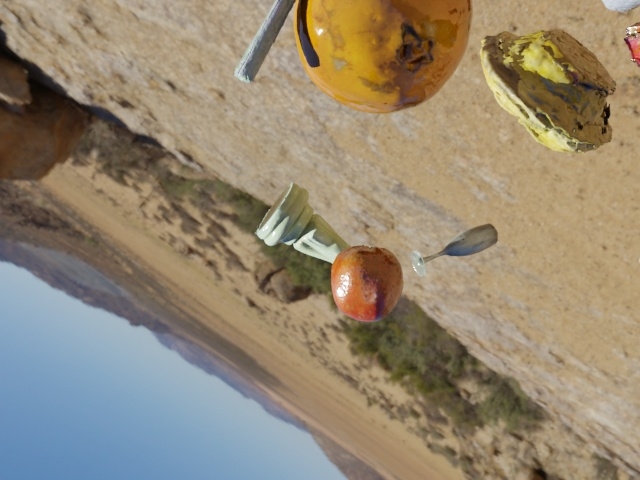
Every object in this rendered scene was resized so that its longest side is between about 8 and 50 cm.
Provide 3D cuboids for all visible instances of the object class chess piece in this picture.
[{"bbox_3d":[0.000,0.000,1.636,0.298,0.176,0.175,35,166,-10],"label":"chess piece"}]

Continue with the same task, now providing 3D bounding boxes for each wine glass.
[{"bbox_3d":[0.300,0.018,1.424,0.066,0.197,0.066,160,90,-73],"label":"wine glass"}]

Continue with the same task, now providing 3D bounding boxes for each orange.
[{"bbox_3d":[0.103,-0.373,1.100,0.312,0.312,0.312,32,166,9],"label":"orange"}]

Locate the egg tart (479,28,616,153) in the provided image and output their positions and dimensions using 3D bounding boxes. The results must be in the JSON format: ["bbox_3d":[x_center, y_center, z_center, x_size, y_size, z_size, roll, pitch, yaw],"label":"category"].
[{"bbox_3d":[0.343,-0.232,0.940,0.241,0.241,0.106,36,133,-5],"label":"egg tart"}]

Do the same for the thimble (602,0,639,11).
[{"bbox_3d":[0.688,-0.579,1.395,0.127,0.151,0.118,54,176,-7],"label":"thimble"}]

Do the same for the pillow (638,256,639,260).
[{"bbox_3d":[0.663,0.130,1.200,0.130,0.038,0.233,11,-132,-62],"label":"pillow"}]

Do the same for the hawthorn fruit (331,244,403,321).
[{"bbox_3d":[0.071,0.064,0.994,0.128,0.128,0.128,32,166,9],"label":"hawthorn fruit"}]

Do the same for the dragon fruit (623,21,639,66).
[{"bbox_3d":[1.060,-0.630,1.993,0.163,0.261,0.189,63,150,8],"label":"dragon fruit"}]

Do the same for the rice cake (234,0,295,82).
[{"bbox_3d":[-0.077,-0.348,1.029,0.033,0.208,0.033,25,-170,-29],"label":"rice cake"}]
